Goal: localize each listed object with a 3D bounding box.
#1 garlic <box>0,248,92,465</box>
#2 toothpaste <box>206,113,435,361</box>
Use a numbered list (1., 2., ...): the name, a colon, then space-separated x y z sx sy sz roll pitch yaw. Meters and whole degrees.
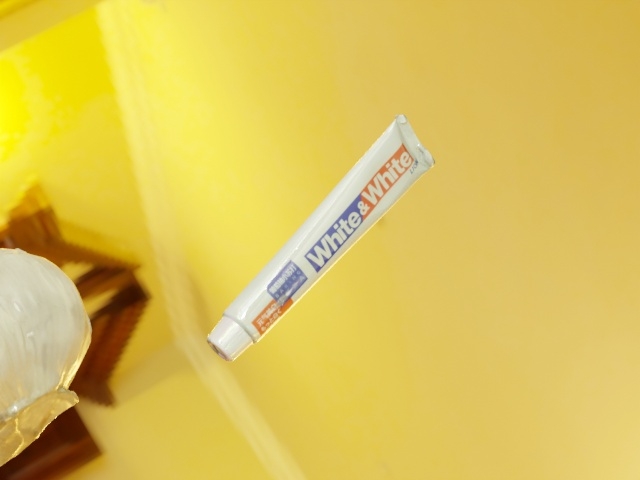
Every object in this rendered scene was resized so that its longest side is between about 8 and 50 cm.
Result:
1. garlic: -0.308 0.093 1.270 0.178 0.229 0.143 41 -6 25
2. toothpaste: 0.000 0.000 1.105 0.052 0.218 0.033 52 -20 -28
